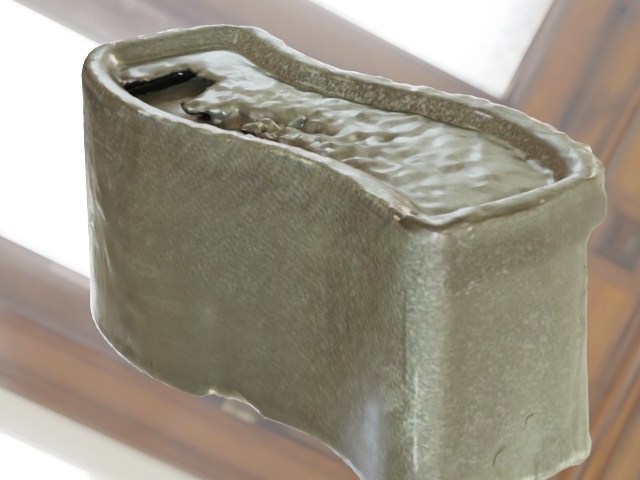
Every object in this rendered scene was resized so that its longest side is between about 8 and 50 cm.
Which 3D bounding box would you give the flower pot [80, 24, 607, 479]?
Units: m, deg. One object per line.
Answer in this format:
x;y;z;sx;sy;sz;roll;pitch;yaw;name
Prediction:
0.000;0.000;0.678;0.229;0.103;0.108;25;-55;42;flower pot
